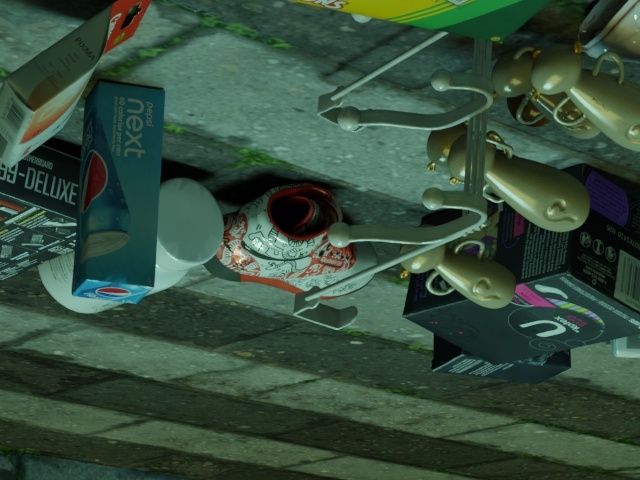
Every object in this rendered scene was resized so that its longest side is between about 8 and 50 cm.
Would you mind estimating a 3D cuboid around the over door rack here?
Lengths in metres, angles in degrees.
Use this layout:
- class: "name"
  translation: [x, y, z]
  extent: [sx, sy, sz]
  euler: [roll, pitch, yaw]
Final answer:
- class: "over door rack"
  translation: [0.048, -0.080, 1.528]
  extent: [0.108, 0.239, 0.324]
  euler: [15, 156, -19]

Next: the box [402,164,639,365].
- class: "box"
  translation: [0.252, 0.036, 2.010]
  extent: [0.165, 0.143, 0.270]
  euler: [29, 151, -31]

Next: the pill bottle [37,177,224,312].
- class: "pill bottle"
  translation: [-0.220, 0.002, 2.004]
  extent: [0.131, 0.131, 0.229]
  euler: [15, 158, -37]

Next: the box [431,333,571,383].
- class: "box"
  translation: [0.232, 0.093, 2.211]
  extent: [0.158, 0.156, 0.093]
  euler: [8, 160, -20]

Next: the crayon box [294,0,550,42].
- class: "crayon box"
  translation: [0.037, -0.269, 1.177]
  extent: [0.363, 0.106, 0.313]
  euler: [8, 161, -20]

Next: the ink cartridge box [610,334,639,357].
- class: "ink cartridge box"
  translation: [0.452, 0.087, 2.143]
  extent: [0.189, 0.066, 0.232]
  euler: [0, -168, 5]

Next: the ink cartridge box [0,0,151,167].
- class: "ink cartridge box"
  translation: [-0.207, -0.147, 1.507]
  extent: [0.179, 0.045, 0.145]
  euler: [-36, 177, -25]

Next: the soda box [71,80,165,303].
- class: "soda box"
  translation: [-0.202, -0.048, 1.717]
  extent: [0.071, 0.210, 0.067]
  euler: [8, 161, -19]

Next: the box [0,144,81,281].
- class: "box"
  translation: [-0.407, -0.040, 1.950]
  extent: [0.242, 0.076, 0.307]
  euler: [21, 154, -34]

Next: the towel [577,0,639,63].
- class: "towel"
  translation: [0.429, -0.204, 1.438]
  extent: [0.332, 0.053, 0.317]
  euler: [7, 162, -14]

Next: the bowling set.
- class: "bowling set"
  translation: [0.167, -0.096, 1.589]
  extent: [0.154, 0.200, 0.287]
  euler: [27, 117, -29]

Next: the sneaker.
- class: "sneaker"
  translation: [0.000, 0.001, 2.049]
  extent: [0.270, 0.090, 0.145]
  euler: [7, 153, -39]
